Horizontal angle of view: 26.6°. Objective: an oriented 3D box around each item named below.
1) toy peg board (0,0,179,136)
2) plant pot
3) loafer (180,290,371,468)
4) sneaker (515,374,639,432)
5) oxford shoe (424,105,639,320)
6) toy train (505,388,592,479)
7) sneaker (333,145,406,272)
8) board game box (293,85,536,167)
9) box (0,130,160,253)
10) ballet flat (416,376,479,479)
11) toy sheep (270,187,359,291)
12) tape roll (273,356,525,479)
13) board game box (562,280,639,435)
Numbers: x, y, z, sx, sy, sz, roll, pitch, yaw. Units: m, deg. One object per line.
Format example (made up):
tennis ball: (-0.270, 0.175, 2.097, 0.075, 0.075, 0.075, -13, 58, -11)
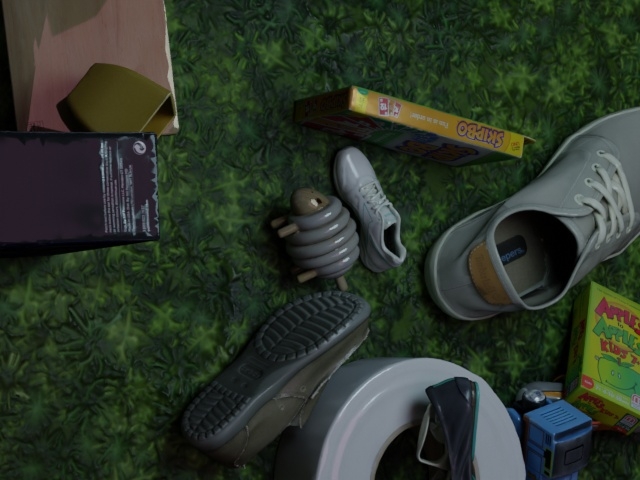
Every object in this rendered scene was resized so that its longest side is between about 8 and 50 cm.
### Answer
toy peg board: (-0.238, -0.178, 1.386, 0.161, 0.079, 0.161, -7, 90, -16)
plant pot: (-0.199, -0.125, 1.316, 0.083, 0.081, 0.081, 36, 80, 5)
loafer: (-0.041, 0.151, 1.472, 0.251, 0.094, 0.087, -39, 131, -17)
sneaker: (0.336, 0.192, 1.698, 0.215, 0.084, 0.083, 6, 54, -25)
oxford shoe: (0.323, -0.035, 1.670, 0.449, 0.130, 0.169, -31, 100, -30)
toy train: (0.260, 0.267, 1.601, 0.080, 0.105, 0.184, -13, 118, -29)
sneaker: (0.063, -0.038, 1.553, 0.054, 0.061, 0.152, -25, 98, -28)
board game box: (0.111, -0.125, 1.550, 0.259, 0.124, 0.039, 10, 83, -30)
box: (-0.282, -0.037, 1.229, 0.184, 0.261, 0.103, 1, 86, -30)
ballet flat: (0.138, 0.248, 1.464, 0.074, 0.074, 0.203, -5, 96, -31)
toy sheep: (0.000, 0.000, 1.501, 0.091, 0.091, 0.132, -36, 118, -28)
tape roll: (0.090, 0.273, 1.525, 0.286, 0.100, 0.286, 2, 86, -31)
board game box: (0.354, 0.142, 1.663, 0.092, 0.043, 0.181, 26, 44, -7)
